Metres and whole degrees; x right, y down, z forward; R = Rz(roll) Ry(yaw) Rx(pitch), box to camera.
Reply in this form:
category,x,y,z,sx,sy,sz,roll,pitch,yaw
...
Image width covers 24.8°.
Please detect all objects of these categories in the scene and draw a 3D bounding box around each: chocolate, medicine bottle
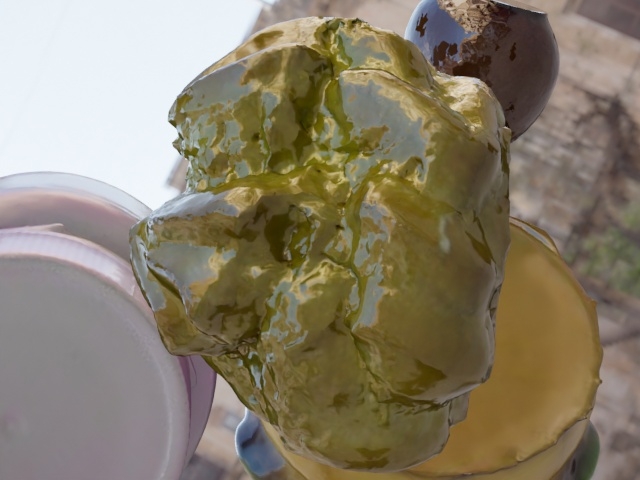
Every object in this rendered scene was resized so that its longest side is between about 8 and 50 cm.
category,x,y,z,sx,sy,sz,roll,pitch,yaw
chocolate,0.157,-0.171,1.483,0.177,0.176,0.177,-55,-18,-27
medicine bottle,-0.198,0.089,1.012,0.325,0.256,0.256,-126,60,-79

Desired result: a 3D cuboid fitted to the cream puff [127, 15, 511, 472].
category,x,y,z,sx,sy,sz,roll,pitch,yaw
cream puff,0.001,-0.001,0.698,0.195,0.194,0.221,56,-144,-72

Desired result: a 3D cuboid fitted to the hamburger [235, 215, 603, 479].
category,x,y,z,sx,sy,sz,roll,pitch,yaw
hamburger,0.103,0.172,1.531,0.396,0.395,0.277,-53,-20,-34
